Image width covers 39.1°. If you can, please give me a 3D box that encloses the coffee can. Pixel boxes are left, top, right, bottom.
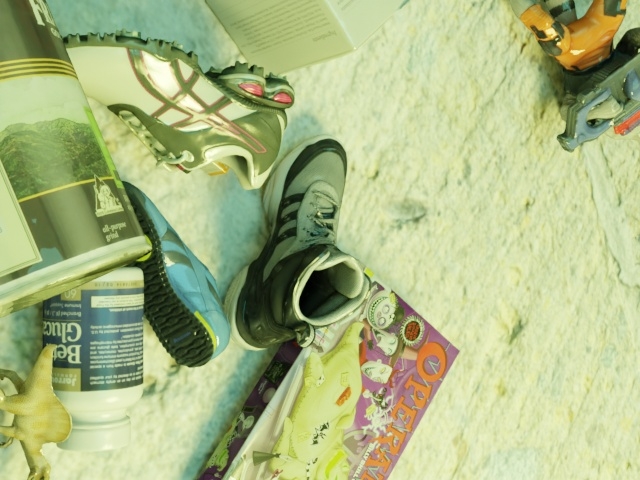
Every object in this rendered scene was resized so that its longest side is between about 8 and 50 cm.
[{"bbox_3d":[-0.279,-0.080,0.711,0.202,0.201,0.275,-23,91,-36],"label":"coffee can"}]

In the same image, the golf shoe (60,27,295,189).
[{"bbox_3d":[-0.149,-0.128,0.869,0.273,0.105,0.120,10,88,-32],"label":"golf shoe"}]

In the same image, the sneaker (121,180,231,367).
[{"bbox_3d":[-0.158,0.030,0.935,0.209,0.069,0.082,62,24,-10],"label":"sneaker"}]

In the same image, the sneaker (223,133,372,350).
[{"bbox_3d":[0.000,0.000,0.992,0.101,0.153,0.268,34,69,-33],"label":"sneaker"}]

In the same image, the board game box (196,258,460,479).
[{"bbox_3d":[0.008,0.216,1.040,0.208,0.056,0.346,42,72,-34],"label":"board game box"}]

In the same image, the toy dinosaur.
[{"bbox_3d":[-0.265,0.145,0.814,0.053,0.093,0.183,-51,158,-61],"label":"toy dinosaur"}]

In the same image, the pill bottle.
[{"bbox_3d":[-0.216,0.110,0.859,0.094,0.094,0.169,0,89,-38],"label":"pill bottle"}]

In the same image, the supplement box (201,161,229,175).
[{"bbox_3d":[-0.132,-0.122,0.964,0.098,0.036,0.062,37,68,-31],"label":"supplement box"}]

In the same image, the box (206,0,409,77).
[{"bbox_3d":[0.005,-0.284,0.983,0.181,0.182,0.119,-47,115,-29],"label":"box"}]

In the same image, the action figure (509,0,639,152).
[{"bbox_3d":[0.437,-0.302,1.333,0.341,0.178,0.330,-30,115,-9],"label":"action figure"}]
